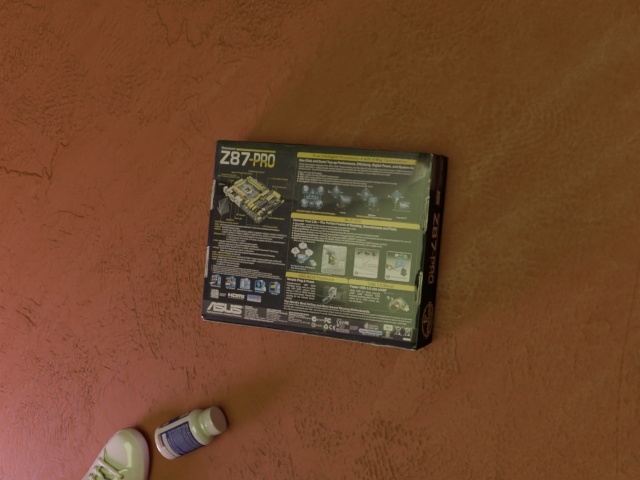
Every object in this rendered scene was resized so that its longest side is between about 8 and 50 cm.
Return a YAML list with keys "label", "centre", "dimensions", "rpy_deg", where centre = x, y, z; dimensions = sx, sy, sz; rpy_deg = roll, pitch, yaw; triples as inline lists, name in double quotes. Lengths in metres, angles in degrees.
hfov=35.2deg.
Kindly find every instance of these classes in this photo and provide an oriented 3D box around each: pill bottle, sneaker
- label: "pill bottle"
  centre: [-0.230, 0.340, 1.802]
  dimensions: [0.120, 0.067, 0.067]
  rpy_deg: [-27, 80, 21]
- label: "sneaker"
  centre: [-0.410, 0.481, 1.851]
  dimensions: [0.106, 0.123, 0.290]
  rpy_deg: [29, 100, 22]

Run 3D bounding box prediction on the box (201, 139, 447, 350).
- label: "box"
  centre: [0.000, 0.000, 1.687]
  dimensions: [0.395, 0.097, 0.318]
  rpy_deg: [5, 94, 23]
